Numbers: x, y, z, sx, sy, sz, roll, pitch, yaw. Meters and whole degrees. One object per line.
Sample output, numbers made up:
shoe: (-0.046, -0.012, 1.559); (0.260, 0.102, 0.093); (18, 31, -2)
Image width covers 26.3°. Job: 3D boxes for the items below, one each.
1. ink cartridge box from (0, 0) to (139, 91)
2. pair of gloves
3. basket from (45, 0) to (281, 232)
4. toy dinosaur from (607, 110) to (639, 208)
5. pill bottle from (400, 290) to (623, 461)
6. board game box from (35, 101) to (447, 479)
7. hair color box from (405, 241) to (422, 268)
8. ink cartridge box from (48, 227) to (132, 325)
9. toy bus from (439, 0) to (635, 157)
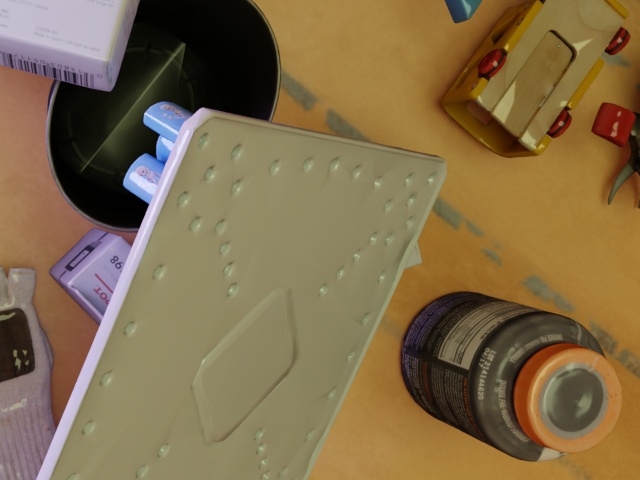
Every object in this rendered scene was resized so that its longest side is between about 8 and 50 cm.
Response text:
ink cartridge box: (-0.210, -0.238, 0.974); (0.189, 0.066, 0.232); (14, 68, -4)
pair of gloves: (-0.346, 0.130, 1.166); (0.240, 0.042, 0.204); (-8, 97, -16)
basket: (-0.147, -0.106, 1.112); (0.154, 0.227, 0.204); (38, 82, -16)
toy dinosaur: (0.387, -0.175, 1.324); (0.121, 0.160, 0.313); (44, 74, -11)
pill bottle: (0.171, 0.121, 1.217); (0.130, 0.246, 0.130); (-1, 95, -17)
board game box: (-0.074, 0.089, 1.077); (0.390, 0.050, 0.390); (3, 113, -61)
hair color box: (0.000, 0.000, 1.257); (0.167, 0.053, 0.093); (-17, 100, -17)
ink cartridge box: (-0.162, 0.050, 1.144); (0.060, 0.180, 0.104); (-44, 105, -11)
toy bus: (0.201, -0.175, 1.278); (0.202, 0.104, 0.191); (-7, 93, -20)
